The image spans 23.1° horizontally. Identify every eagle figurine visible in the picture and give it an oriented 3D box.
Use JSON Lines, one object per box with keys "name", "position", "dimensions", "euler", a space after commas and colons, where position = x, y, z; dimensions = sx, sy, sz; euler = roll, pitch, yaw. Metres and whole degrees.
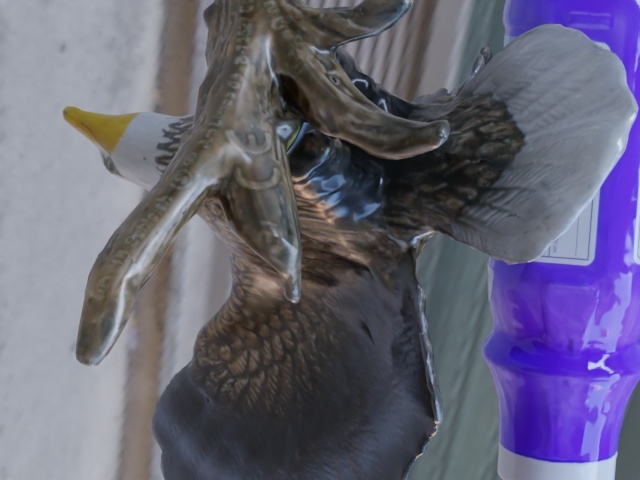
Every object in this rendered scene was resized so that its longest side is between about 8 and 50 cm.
{"name": "eagle figurine", "position": [-0.008, -0.006, 0.672], "dimensions": [0.226, 0.225, 0.298], "euler": [-33, 153, -9]}

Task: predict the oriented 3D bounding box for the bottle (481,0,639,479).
{"name": "bottle", "position": [0.138, -0.005, 0.859], "dimensions": [0.118, 0.092, 0.283], "euler": [-43, 137, -76]}
